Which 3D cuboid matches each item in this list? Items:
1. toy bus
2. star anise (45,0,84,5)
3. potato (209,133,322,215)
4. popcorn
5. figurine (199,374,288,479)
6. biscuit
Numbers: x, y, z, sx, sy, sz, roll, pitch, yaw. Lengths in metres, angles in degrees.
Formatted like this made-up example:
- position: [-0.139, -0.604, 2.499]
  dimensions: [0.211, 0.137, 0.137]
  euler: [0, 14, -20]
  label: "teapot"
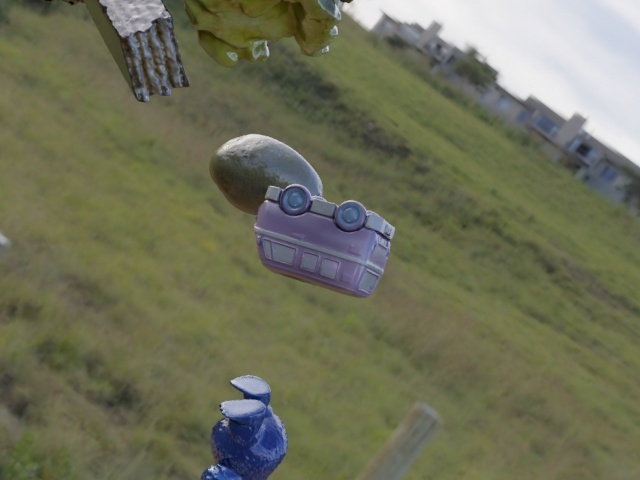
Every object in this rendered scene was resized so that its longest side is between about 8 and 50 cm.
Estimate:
- position: [0.000, 0.000, 1.560]
  dimensions: [0.202, 0.142, 0.142]
  euler: [17, -2, 18]
  label: "toy bus"
- position: [-0.478, -0.462, 1.734]
  dimensions: [0.288, 0.088, 0.288]
  euler: [16, 19, -6]
  label: "star anise"
- position: [-0.105, -0.124, 1.961]
  dimensions: [0.235, 0.160, 0.178]
  euler: [23, 16, -21]
  label: "potato"
- position: [-0.059, -0.353, 1.236]
  dimensions: [0.293, 0.237, 0.293]
  euler: [40, 43, -51]
  label: "popcorn"
- position: [-0.116, 0.345, 1.557]
  dimensions: [0.121, 0.262, 0.164]
  euler: [19, 40, 14]
  label: "figurine"
- position: [-0.240, -0.280, 1.226]
  dimensions: [0.106, 0.070, 0.252]
  euler: [81, -19, -49]
  label: "biscuit"
